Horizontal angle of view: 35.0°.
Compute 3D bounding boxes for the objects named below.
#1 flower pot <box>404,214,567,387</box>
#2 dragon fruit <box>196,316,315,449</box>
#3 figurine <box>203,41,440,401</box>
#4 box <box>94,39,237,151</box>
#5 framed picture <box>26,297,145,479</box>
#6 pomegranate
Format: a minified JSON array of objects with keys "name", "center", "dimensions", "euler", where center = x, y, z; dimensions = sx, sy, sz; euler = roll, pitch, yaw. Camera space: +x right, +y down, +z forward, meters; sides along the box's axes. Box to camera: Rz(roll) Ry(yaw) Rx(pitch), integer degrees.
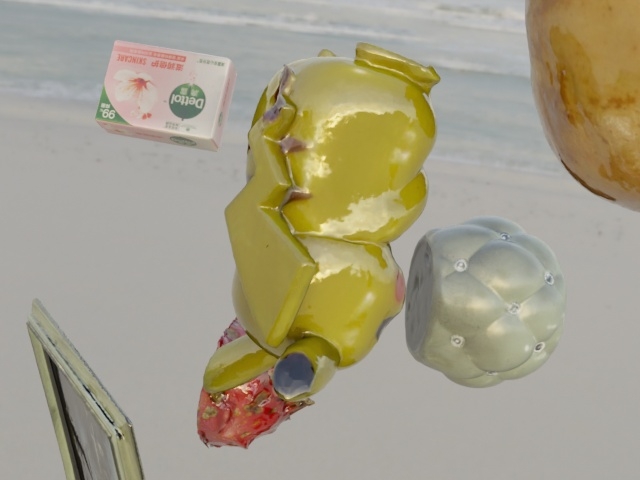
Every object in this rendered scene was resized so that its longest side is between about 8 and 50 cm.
[{"name":"flower pot","center":[0.232,0.087,1.444],"dimensions":[0.195,0.246,0.246],"euler":[6,15,-7]},{"name":"dragon fruit","center":[-0.059,0.165,1.083],"dimensions":[0.110,0.153,0.153],"euler":[16,17,14]},{"name":"figurine","center":[0.001,-0.007,0.875],"dimensions":[0.169,0.327,0.218],"euler":[6,2,-19]},{"name":"box","center":[-0.154,-0.145,1.020],"dimensions":[0.125,0.089,0.043],"euler":[9,-11,7]},{"name":"framed picture","center":[-0.142,0.207,0.693],"dimensions":[0.019,0.296,0.232],"euler":[-18,21,-23]},{"name":"pomegranate","center":[0.341,-0.179,0.872],"dimensions":[0.338,0.338,0.338],"euler":[6,15,-2]}]
